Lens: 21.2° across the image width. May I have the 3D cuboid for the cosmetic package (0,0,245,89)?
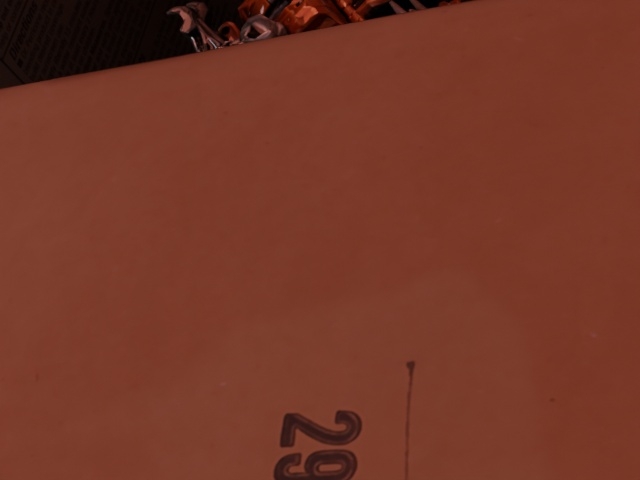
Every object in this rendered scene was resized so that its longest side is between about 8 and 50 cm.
[{"bbox_3d":[-0.138,-0.104,0.709,0.113,0.309,0.160,0,59,30],"label":"cosmetic package"}]

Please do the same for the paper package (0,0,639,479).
[{"bbox_3d":[0.045,0.107,0.374,0.309,0.168,0.325,-9,48,16],"label":"paper package"}]

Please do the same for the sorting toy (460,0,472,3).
[{"bbox_3d":[0.160,-0.111,0.596,0.365,0.127,0.126,8,96,49],"label":"sorting toy"}]

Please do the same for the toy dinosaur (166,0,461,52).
[{"bbox_3d":[0.000,0.000,0.608,0.218,0.164,0.322,-24,43,27],"label":"toy dinosaur"}]
